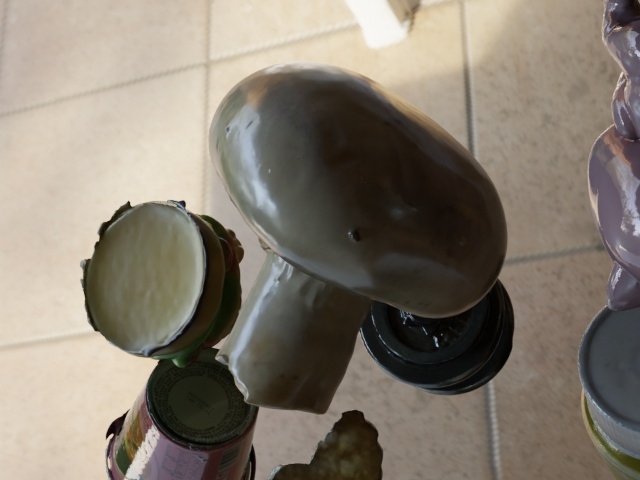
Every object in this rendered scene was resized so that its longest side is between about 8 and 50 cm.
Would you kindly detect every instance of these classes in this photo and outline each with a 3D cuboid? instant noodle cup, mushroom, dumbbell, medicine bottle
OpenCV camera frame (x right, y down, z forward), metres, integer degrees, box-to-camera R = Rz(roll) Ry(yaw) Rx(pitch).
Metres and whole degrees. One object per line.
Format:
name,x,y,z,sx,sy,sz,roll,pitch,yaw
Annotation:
instant noodle cup,-0.191,0.281,1.778,0.243,0.255,0.244,7,56,-11
mushroom,0.000,0.000,1.073,0.292,0.292,0.290,40,103,33
dumbbell,0.155,0.104,1.572,0.192,0.290,0.192,-2,80,13
medicine bottle,0.459,0.217,1.568,0.224,0.384,0.224,-9,62,18

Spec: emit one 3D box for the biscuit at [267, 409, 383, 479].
biscuit,0.007,0.303,1.506,0.183,0.061,0.118,-40,96,-5

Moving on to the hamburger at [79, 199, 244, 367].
hamburger,-0.204,0.063,1.646,0.237,0.149,0.237,-7,75,27

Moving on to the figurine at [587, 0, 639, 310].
figurine,0.283,-0.087,0.888,0.176,0.186,0.288,-8,111,13
